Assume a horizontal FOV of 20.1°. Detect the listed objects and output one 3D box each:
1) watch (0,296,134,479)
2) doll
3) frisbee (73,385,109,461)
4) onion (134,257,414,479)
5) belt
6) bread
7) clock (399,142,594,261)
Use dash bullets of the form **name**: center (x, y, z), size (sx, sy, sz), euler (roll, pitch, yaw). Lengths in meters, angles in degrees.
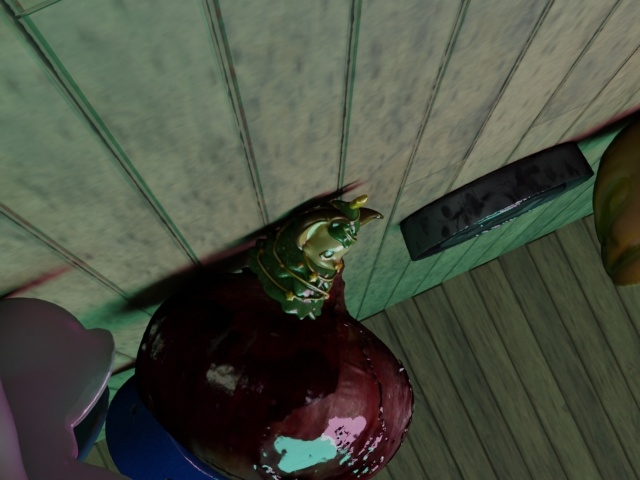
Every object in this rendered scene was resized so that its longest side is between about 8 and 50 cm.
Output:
- **watch**: center (-0.241, 0.139, 1.060), size (0.248, 0.210, 0.217), euler (-17, 166, 3)
- **doll**: center (-0.008, -0.004, 1.423), size (0.078, 0.077, 0.113), euler (-4, 126, -54)
- **frisbee**: center (-0.329, 0.231, 1.790), size (0.289, 0.049, 0.289), euler (-36, -160, 15)
- **onion**: center (-0.036, 0.102, 1.527), size (0.252, 0.219, 0.252), euler (17, -174, -2)
- **belt**: center (-0.098, 0.213, 2.198), size (0.117, 0.212, 0.347), euler (-31, 168, 37)
- **bread**: center (0.361, -0.059, 1.923), size (0.158, 0.156, 0.261), euler (-18, -174, 31)
- **clock**: center (0.185, -0.042, 1.914), size (0.215, 0.042, 0.215), euler (-25, 174, -3)
